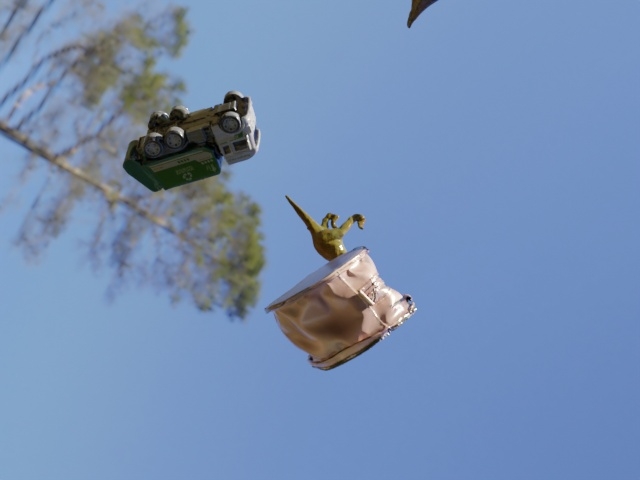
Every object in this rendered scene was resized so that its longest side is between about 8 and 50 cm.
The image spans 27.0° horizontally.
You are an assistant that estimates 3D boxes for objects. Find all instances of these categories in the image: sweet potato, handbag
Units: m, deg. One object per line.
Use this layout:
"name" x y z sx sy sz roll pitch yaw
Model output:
"sweet potato" 0.134 -0.308 1.610 0.117 0.049 0.049 -61 -156 21
"handbag" 0.026 0.094 1.860 0.179 0.116 0.205 -34 -176 -12

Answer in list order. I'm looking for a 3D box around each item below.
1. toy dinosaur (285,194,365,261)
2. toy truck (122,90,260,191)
"toy dinosaur" 0.000 0.000 2.128 0.039 0.162 0.126 95 14 -56
"toy truck" -0.235 -0.178 2.421 0.253 0.124 0.114 -14 -148 10
